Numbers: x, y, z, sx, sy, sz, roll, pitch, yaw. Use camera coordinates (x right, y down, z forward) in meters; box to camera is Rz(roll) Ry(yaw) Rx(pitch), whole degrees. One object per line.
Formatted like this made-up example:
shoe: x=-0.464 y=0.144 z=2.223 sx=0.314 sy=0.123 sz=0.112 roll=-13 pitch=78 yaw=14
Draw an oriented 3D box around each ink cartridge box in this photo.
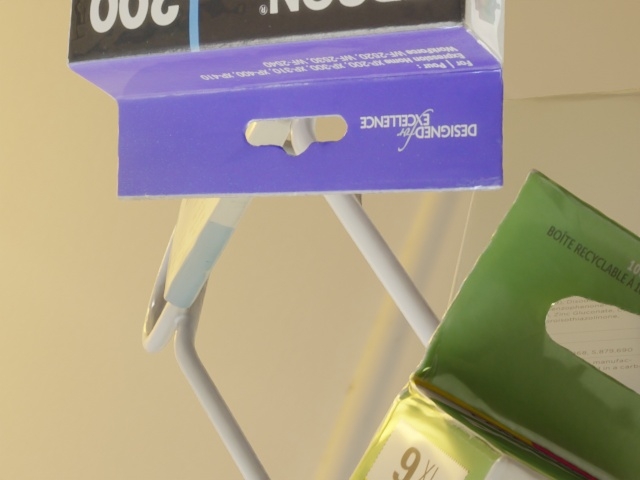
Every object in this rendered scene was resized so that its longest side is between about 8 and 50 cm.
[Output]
ink cartridge box: x=0.046 y=0.103 z=0.386 sx=0.109 sy=0.062 sz=0.209 roll=30 pitch=-91 yaw=-21
ink cartridge box: x=-0.017 y=-0.122 z=0.736 sx=0.045 sy=0.206 sz=0.208 roll=7 pitch=-97 yaw=-54

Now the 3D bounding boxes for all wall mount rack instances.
wall mount rack: x=0.000 y=0.000 z=0.941 sx=0.131 sy=0.350 sz=0.304 roll=17 pitch=-130 yaw=-11

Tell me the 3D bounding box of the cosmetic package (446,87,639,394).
cosmetic package: x=0.183 y=0.080 z=1.187 sx=0.385 sy=0.156 sz=0.217 roll=-71 pitch=-29 yaw=-51
